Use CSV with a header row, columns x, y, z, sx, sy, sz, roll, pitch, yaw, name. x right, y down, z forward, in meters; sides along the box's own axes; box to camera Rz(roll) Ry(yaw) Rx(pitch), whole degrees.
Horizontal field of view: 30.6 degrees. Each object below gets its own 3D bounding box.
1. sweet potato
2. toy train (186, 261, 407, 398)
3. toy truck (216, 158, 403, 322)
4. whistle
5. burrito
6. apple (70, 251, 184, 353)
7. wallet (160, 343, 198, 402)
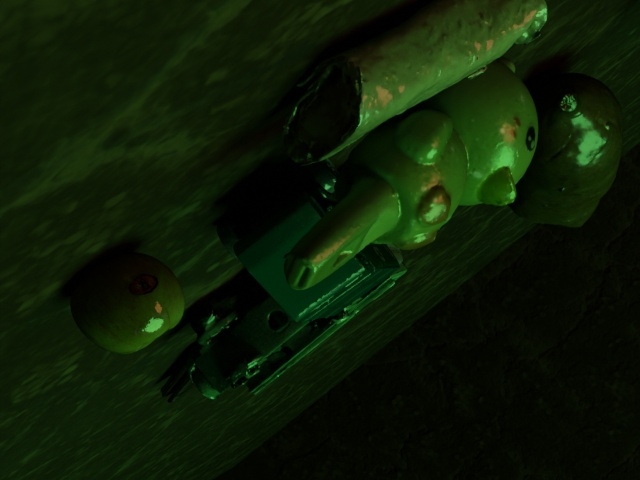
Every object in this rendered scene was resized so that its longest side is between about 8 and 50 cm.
x,y,z,sx,sy,sz,roll,pitch,yaw,name
0.305,-0.120,1.465,0.158,0.158,0.370,-35,165,-13,sweet potato
-0.034,0.067,1.274,0.269,0.115,0.154,-41,178,20,toy train
0.000,0.000,1.048,0.114,0.124,0.253,-36,169,12,toy truck
0.086,-0.048,0.917,0.141,0.141,0.294,-49,-173,51,whistle
0.072,-0.132,0.850,0.226,0.060,0.087,-31,169,-25,burrito
-0.147,0.050,0.896,0.084,0.071,0.084,-35,170,-7,apple
-0.100,0.133,1.530,0.230,0.042,0.124,-30,166,-42,wallet
